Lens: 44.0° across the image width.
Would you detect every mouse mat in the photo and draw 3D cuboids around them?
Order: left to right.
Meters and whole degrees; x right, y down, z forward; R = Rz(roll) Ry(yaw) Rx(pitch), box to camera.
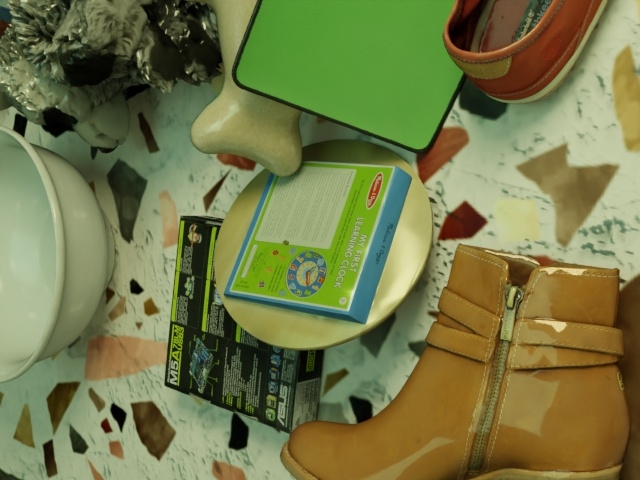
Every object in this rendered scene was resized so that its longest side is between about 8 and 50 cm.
[{"bbox_3d":[0.038,-0.165,0.639,0.153,0.189,0.007,-65,23,19],"label":"mouse mat"}]

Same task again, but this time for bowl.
[{"bbox_3d":[-0.346,0.015,0.961,0.297,0.134,0.298,1,91,39],"label":"bowl"}]

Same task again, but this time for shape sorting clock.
[{"bbox_3d":[0.000,0.000,0.703,0.206,0.040,0.206,-13,57,21],"label":"shape sorting clock"}]

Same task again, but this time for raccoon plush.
[{"bbox_3d":[-0.247,-0.315,0.824,0.299,0.216,0.447,5,98,42],"label":"raccoon plush"}]

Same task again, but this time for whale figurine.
[{"bbox_3d":[-0.029,-0.199,0.692,0.141,0.216,0.272,-116,43,-64],"label":"whale figurine"}]

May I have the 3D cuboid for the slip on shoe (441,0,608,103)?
[{"bbox_3d":[0.181,-0.260,0.561,0.123,0.101,0.331,33,109,35],"label":"slip on shoe"}]

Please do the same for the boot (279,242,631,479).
[{"bbox_3d":[0.096,0.112,0.627,0.283,0.109,0.220,6,96,36],"label":"boot"}]

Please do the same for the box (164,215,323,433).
[{"bbox_3d":[-0.078,0.079,0.807,0.184,0.045,0.191,10,97,39],"label":"box"}]

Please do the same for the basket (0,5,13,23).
[{"bbox_3d":[-0.439,-0.384,0.919,0.201,0.289,0.255,-24,80,32],"label":"basket"}]
